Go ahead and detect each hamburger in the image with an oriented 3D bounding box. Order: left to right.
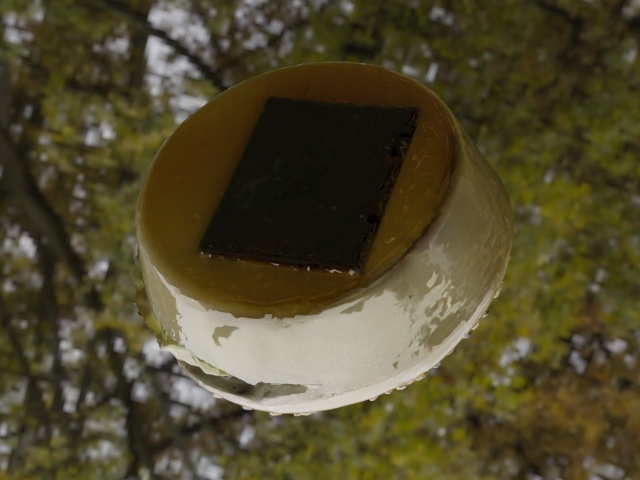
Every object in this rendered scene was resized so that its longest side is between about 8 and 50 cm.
[{"bbox_3d":[0.000,0.000,1.336,0.300,0.176,0.300,-10,-134,10],"label":"hamburger"}]
